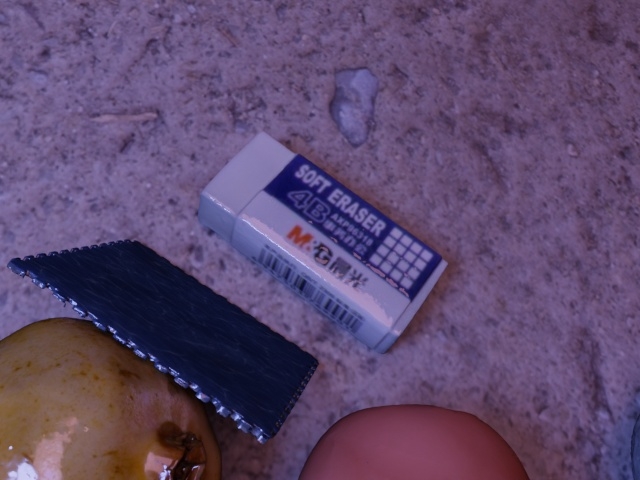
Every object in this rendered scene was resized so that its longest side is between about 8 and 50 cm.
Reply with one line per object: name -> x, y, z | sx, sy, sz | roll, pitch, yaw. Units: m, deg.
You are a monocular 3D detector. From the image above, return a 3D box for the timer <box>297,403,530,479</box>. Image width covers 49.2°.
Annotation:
timer -> 0.085, 0.268, 0.635 | 0.230, 0.229, 0.214 | 8, 64, -8

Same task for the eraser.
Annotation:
eraser -> 0.000, 0.000, 0.828 | 0.279, 0.081, 0.124 | 36, 63, 7

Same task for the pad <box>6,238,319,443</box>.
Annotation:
pad -> -0.130, 0.079, 0.686 | 0.270, 0.269, 0.012 | 33, 98, 3

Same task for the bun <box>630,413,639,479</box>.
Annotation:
bun -> 0.512, 0.260, 0.734 | 0.355, 0.194, 0.354 | 7, 57, -11

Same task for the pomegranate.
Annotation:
pomegranate -> -0.208, 0.194, 0.592 | 0.264, 0.264, 0.264 | 5, 64, -9
